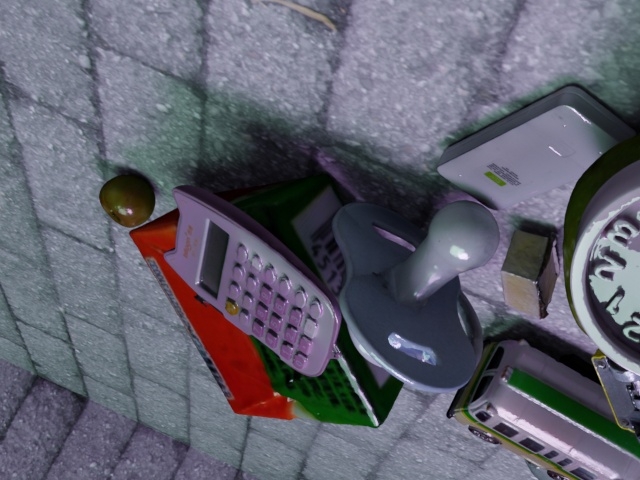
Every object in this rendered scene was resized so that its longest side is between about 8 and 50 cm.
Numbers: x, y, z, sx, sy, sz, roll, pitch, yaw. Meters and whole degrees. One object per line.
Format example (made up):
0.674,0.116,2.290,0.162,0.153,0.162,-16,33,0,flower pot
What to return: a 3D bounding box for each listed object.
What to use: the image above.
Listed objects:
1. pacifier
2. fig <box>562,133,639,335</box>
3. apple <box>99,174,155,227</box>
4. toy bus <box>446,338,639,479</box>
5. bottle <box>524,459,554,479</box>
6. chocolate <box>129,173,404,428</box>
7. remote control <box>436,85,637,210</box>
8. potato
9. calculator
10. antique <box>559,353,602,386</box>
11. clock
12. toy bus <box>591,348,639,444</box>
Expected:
0.142,0.043,1.396,0.244,0.299,0.233,20,131,-25,pacifier
0.393,0.004,1.079,0.314,0.233,0.233,1,150,11,fig
-0.309,-0.064,1.786,0.089,0.074,0.089,23,155,11,apple
0.368,0.272,1.679,0.305,0.143,0.179,30,163,-2,toy bus
0.453,0.429,2.023,0.083,0.083,0.270,2,151,41,bottle
-0.063,0.081,1.621,0.341,0.161,0.360,-6,118,50,chocolate
0.233,-0.096,1.245,0.103,0.034,0.250,33,154,-16,remote control
0.267,0.040,1.425,0.061,0.086,0.122,14,159,21,potato
-0.081,0.055,1.439,0.294,0.043,0.194,38,141,18,calculator
0.445,0.226,1.702,0.192,0.015,0.031,33,155,-15,antique
0.314,0.025,0.950,0.197,0.068,0.197,7,116,15,clock
0.510,0.173,1.355,0.330,0.152,0.144,2,127,45,toy bus
